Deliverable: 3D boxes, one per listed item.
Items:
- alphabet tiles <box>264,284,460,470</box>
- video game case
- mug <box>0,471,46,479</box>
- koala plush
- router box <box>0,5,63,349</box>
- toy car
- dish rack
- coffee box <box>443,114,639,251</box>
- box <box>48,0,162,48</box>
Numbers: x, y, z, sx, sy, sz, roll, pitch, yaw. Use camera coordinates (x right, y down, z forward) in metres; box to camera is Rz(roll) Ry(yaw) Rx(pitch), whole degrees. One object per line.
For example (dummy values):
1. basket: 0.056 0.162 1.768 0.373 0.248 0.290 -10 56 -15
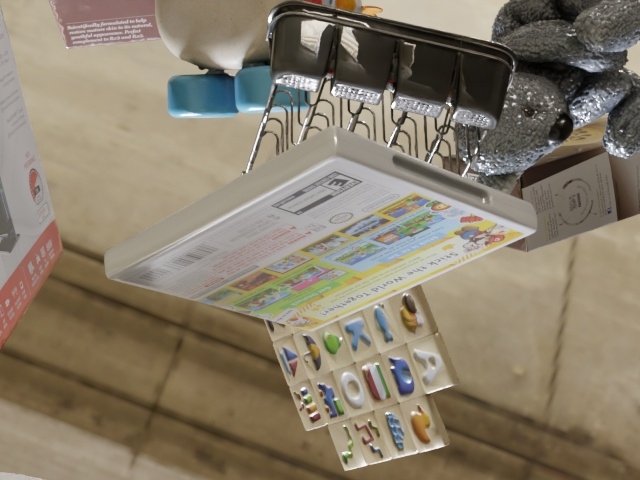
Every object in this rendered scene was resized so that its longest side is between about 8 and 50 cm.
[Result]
1. alphabet tiles: 0.032 0.108 1.662 0.011 0.285 0.342 -18 -5 -30
2. video game case: 0.000 0.000 1.038 0.227 0.206 0.026 -27 59 37
3. mug: -0.289 0.357 1.201 0.328 0.276 0.374 -87 -3 -60
4. koala plush: 0.221 -0.148 1.593 0.221 0.203 0.196 -45 -45 -23
5. router box: -0.356 -0.065 1.444 0.335 0.082 0.301 -81 -19 -71
6. toy car: -0.021 -0.236 1.492 0.210 0.238 0.219 1 94 49
7. dish rack: 0.034 -0.083 1.299 0.271 0.208 0.074 112 169 -59
8. coffee box: 0.340 -0.088 2.082 0.168 0.297 0.119 17 119 54
9. box: -0.289 -0.402 2.089 0.167 0.168 0.203 78 -171 -52
